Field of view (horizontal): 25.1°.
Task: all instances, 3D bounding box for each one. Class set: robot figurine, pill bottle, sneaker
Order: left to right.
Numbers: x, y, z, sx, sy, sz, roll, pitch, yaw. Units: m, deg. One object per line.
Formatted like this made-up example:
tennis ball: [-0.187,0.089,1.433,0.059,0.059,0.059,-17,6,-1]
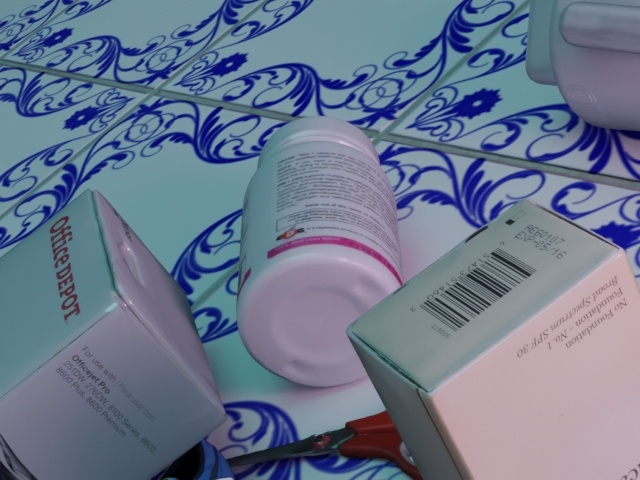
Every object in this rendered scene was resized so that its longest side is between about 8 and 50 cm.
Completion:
sneaker: [-0.143,0.260,1.248,0.069,0.082,0.209,-1,41,33]
pill bottle: [0.000,0.000,1.442,0.160,0.160,0.283,-20,32,12]
robot figurine: [0.370,-0.203,1.420,0.300,0.199,0.353,-8,13,-41]

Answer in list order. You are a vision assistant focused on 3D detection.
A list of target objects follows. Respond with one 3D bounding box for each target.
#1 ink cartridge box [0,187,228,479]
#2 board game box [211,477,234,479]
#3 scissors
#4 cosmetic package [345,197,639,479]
ink cartridge box: [-0.304,0.167,1.348,0.395,0.166,0.285,-38,27,4]
board game box: [-0.153,0.357,0.842,0.390,0.390,0.050,-37,55,-16]
scissors: [0.021,0.177,1.308,0.297,0.021,0.109,-6,40,33]
cosmetic package: [0.158,0.146,0.966,0.160,0.309,0.113,-36,32,-12]
